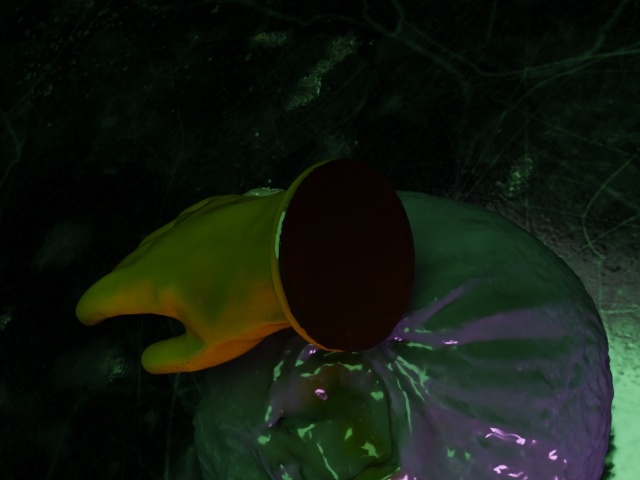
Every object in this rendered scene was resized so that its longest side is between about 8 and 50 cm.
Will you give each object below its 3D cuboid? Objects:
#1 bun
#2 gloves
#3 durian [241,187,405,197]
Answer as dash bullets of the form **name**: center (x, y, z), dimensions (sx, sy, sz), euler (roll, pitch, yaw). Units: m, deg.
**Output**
- **bun**: center (0.051, 0.127, 0.582), dimensions (0.362, 0.211, 0.362), euler (-11, 68, 28)
- **gloves**: center (-0.080, 0.020, 0.536), dimensions (0.294, 0.116, 0.133), euler (-7, 25, 46)
- **durian**: center (0.005, -0.008, 0.755), dimensions (0.224, 0.078, 0.140), euler (18, 103, 12)
